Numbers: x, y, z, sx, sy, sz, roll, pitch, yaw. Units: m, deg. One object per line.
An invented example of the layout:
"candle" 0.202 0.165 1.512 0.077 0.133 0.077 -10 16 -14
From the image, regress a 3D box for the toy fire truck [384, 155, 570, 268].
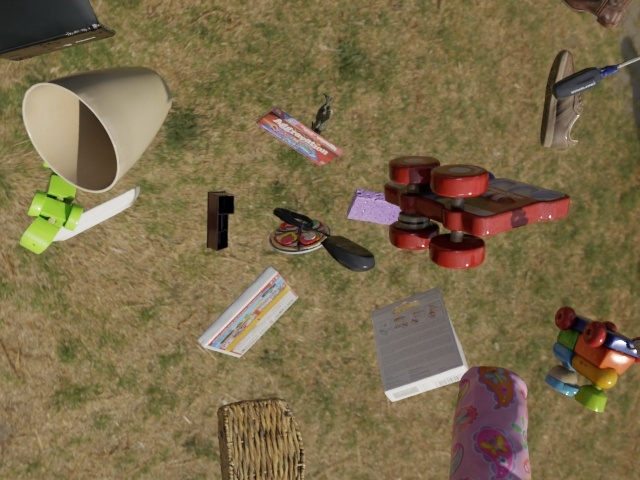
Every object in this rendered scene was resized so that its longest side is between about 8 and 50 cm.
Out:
"toy fire truck" 0.277 -0.075 1.125 0.254 0.302 0.169 -13 111 -26

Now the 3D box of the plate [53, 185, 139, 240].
"plate" -0.636 -0.072 1.664 0.277 0.278 0.045 -30 103 -9

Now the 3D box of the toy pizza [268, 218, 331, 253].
"toy pizza" -0.067 -0.023 1.870 0.201 0.201 0.032 -24 124 -25

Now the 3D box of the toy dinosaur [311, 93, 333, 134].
"toy dinosaur" 0.010 -0.430 2.026 0.064 0.268 0.118 23 71 -11

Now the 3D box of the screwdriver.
"screwdriver" 0.342 -0.194 0.648 0.170 0.024 0.025 -17 116 15

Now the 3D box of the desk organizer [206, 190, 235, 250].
"desk organizer" -0.225 -0.044 1.329 0.047 0.050 0.130 -5 104 -36

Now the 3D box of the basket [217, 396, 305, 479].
"basket" -0.165 0.588 1.621 0.213 0.223 0.299 -4 73 -16

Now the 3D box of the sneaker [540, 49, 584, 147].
"sneaker" 0.484 -0.277 1.160 0.071 0.066 0.188 6 110 6

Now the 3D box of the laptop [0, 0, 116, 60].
"laptop" -0.568 -0.461 1.178 0.234 0.264 0.136 -16 106 -4

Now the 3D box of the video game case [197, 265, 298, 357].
"video game case" -0.145 0.163 1.272 0.025 0.285 0.204 43 83 15

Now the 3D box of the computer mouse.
"computer mouse" 0.000 0.000 1.102 0.071 0.242 0.041 -7 121 -51

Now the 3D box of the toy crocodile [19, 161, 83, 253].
"toy crocodile" -0.635 -0.127 1.440 0.115 0.105 0.340 22 59 -29

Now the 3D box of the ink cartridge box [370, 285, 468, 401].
"ink cartridge box" 0.215 0.228 1.314 0.181 0.224 0.056 -22 130 14

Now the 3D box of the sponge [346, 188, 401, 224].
"sponge" 0.188 -0.086 1.636 0.210 0.117 0.031 8 60 -8

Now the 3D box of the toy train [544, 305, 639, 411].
"toy train" 0.451 0.208 0.928 0.105 0.248 0.143 19 96 -10

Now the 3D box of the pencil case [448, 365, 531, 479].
"pencil case" 0.270 0.332 0.928 0.124 0.124 0.284 55 30 -23

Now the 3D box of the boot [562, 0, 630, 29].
"boot" 0.379 -0.349 0.789 0.106 0.114 0.037 39 84 15

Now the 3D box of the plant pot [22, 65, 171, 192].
"plant pot" -0.472 -0.287 1.340 0.256 0.256 0.274 60 41 -21

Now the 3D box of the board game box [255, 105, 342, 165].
"board game box" -0.075 -0.353 2.016 0.281 0.145 0.027 30 68 -22
